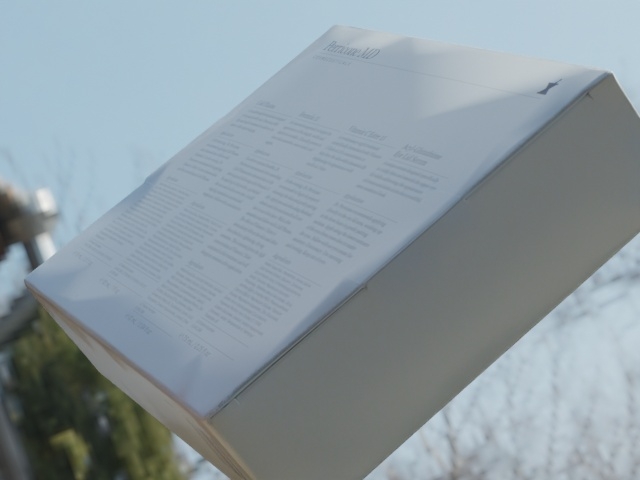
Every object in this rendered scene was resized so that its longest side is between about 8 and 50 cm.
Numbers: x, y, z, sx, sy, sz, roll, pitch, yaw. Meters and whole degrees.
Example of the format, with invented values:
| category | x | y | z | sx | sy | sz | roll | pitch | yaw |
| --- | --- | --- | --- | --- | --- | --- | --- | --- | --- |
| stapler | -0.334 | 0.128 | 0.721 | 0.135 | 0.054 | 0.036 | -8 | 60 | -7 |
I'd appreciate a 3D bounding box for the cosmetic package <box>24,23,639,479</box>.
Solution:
| category | x | y | z | sx | sy | sz | roll | pitch | yaw |
| --- | --- | --- | --- | --- | --- | --- | --- | --- | --- |
| cosmetic package | 0.000 | 0.000 | 1.166 | 0.284 | 0.097 | 0.377 | -42 | 22 | -10 |
